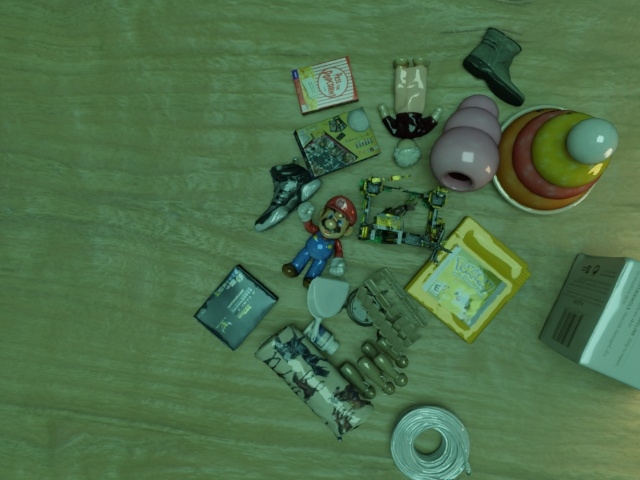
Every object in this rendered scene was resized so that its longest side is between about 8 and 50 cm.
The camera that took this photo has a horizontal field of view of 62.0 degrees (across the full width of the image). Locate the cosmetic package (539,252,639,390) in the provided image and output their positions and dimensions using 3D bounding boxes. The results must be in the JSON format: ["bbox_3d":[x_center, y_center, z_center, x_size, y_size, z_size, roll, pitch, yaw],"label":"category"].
[{"bbox_3d":[0.947,0.265,1.583,0.394,0.329,0.327,24,92,2],"label":"cosmetic package"}]

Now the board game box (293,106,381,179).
[{"bbox_3d":[0.055,-0.315,1.726,0.243,0.042,0.165,-22,90,-15],"label":"board game box"}]

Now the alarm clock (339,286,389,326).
[{"bbox_3d":[0.131,0.220,1.764,0.192,0.064,0.129,-3,91,6],"label":"alarm clock"}]

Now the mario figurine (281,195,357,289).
[{"bbox_3d":[0.000,0.000,1.705,0.198,0.170,0.320,24,102,-31],"label":"mario figurine"}]

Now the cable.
[{"bbox_3d":[0.358,0.664,1.748,0.257,0.089,0.256,-1,91,4],"label":"cable"}]

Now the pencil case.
[{"bbox_3d":[-0.027,0.448,1.721,0.410,0.183,0.160,44,57,5],"label":"pencil case"}]

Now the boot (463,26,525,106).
[{"bbox_3d":[0.596,-0.562,1.709,0.246,0.083,0.161,41,88,0],"label":"boot"}]

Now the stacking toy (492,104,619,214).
[{"bbox_3d":[0.707,-0.251,1.507,0.351,0.480,0.350,0,92,3],"label":"stacking toy"}]

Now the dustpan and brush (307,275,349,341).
[{"bbox_3d":[0.007,0.226,1.713,0.147,0.060,0.211,13,84,-35],"label":"dustpan and brush"}]

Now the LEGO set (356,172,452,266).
[{"bbox_3d":[0.266,-0.080,1.650,0.332,0.192,0.254,17,87,-9],"label":"LEGO set"}]

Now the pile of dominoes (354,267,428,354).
[{"bbox_3d":[0.218,0.229,1.708,0.251,0.196,0.040,54,138,11],"label":"pile of dominoes"}]

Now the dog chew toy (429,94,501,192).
[{"bbox_3d":[0.463,-0.314,1.650,0.207,0.206,0.331,20,65,3],"label":"dog chew toy"}]

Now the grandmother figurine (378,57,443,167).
[{"bbox_3d":[0.292,-0.407,1.724,0.208,0.104,0.342,7,95,30],"label":"grandmother figurine"}]

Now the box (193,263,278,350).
[{"bbox_3d":[-0.282,0.224,1.786,0.183,0.059,0.232,41,94,0],"label":"box"}]

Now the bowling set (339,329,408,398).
[{"bbox_3d":[0.214,0.386,1.710,0.154,0.287,0.200,46,60,-5],"label":"bowling set"}]

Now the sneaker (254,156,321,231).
[{"bbox_3d":[-0.138,-0.154,1.752,0.269,0.101,0.153,-39,88,-2],"label":"sneaker"}]

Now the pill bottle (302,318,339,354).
[{"bbox_3d":[0.003,0.324,1.769,0.120,0.067,0.067,40,93,2],"label":"pill bottle"}]

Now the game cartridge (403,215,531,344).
[{"bbox_3d":[0.484,0.129,1.745,0.285,0.053,0.323,40,94,1],"label":"game cartridge"}]

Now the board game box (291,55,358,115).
[{"bbox_3d":[0.016,-0.509,1.757,0.194,0.045,0.146,-14,91,3],"label":"board game box"}]
